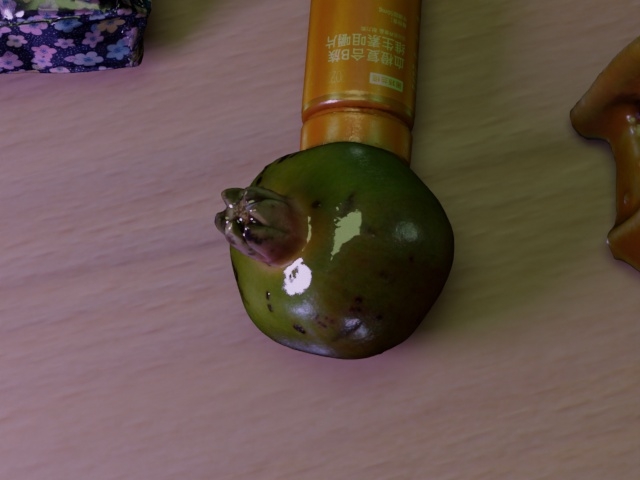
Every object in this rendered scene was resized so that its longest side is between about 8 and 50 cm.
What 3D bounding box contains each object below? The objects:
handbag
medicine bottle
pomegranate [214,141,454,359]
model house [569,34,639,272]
[{"bbox_3d":[-0.258,-0.246,1.451,0.229,0.127,0.207,-5,64,7],"label":"handbag"},{"bbox_3d":[0.034,-0.151,1.389,0.096,0.096,0.192,2,71,9],"label":"medicine bottle"},{"bbox_3d":[0.000,0.000,1.282,0.180,0.210,0.180,-14,65,32],"label":"pomegranate"},{"bbox_3d":[0.323,-0.050,1.251,0.173,0.268,0.239,0,71,-13],"label":"model house"}]
